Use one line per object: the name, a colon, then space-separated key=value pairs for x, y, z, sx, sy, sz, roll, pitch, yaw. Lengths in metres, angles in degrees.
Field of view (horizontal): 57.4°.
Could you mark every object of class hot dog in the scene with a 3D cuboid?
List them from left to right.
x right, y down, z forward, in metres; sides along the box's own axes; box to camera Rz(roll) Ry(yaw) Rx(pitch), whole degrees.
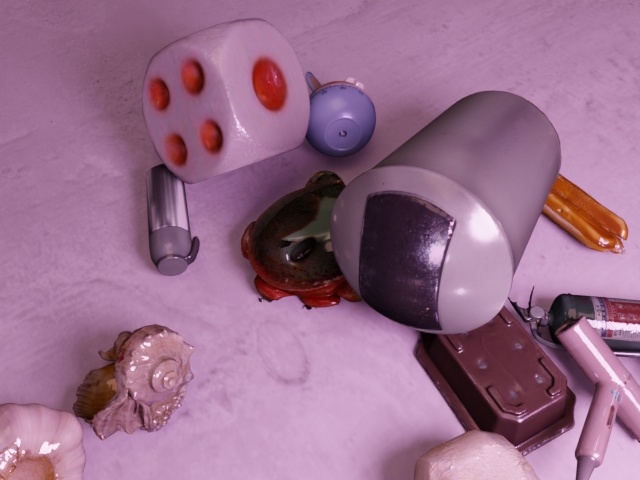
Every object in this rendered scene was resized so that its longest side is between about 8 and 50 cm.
hot dog: x=0.476 y=-0.052 z=1.096 sx=0.092 sy=0.062 sz=0.235 roll=-24 pitch=51 yaw=-14

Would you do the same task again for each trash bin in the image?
trash bin: x=0.212 y=-0.054 z=0.941 sx=0.281 sy=0.280 sz=0.432 roll=23 pitch=42 yaw=22

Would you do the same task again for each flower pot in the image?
flower pot: x=0.273 y=0.194 z=0.906 sx=0.179 sy=0.084 sz=0.250 roll=-24 pitch=54 yaw=-13

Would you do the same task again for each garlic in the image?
garlic: x=-0.464 y=0.324 z=0.845 sx=0.226 sy=0.199 sz=0.199 roll=-2 pitch=44 yaw=44

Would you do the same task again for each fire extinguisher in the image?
fire extinguisher: x=0.449 y=0.134 z=0.930 sx=0.295 sy=0.093 sz=0.118 roll=5 pitch=55 yaw=9

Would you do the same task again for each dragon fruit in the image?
dragon fruit: x=0.000 y=0.000 z=1.063 sx=0.296 sy=0.130 sz=0.268 roll=-8 pitch=47 yaw=-1

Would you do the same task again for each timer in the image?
timer: x=0.045 y=-0.296 z=1.261 sx=0.176 sy=0.175 sz=0.255 roll=4 pitch=57 yaw=8

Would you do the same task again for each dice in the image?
dice: x=-0.186 y=-0.269 z=1.154 sx=0.251 sy=0.259 sz=0.243 roll=-11 pitch=11 yaw=40

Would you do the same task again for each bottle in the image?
bottle: x=-0.292 y=-0.046 z=1.151 sx=0.096 sy=0.079 sz=0.253 roll=-14 pitch=51 yaw=-2

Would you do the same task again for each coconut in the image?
coconut: x=0.196 y=0.337 z=0.757 sx=0.162 sy=0.161 sz=0.161 roll=-29 pitch=55 yaw=-15

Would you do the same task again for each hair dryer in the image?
hair dryer: x=0.367 y=0.232 z=0.807 sx=0.220 sy=0.053 sz=0.195 roll=-26 pitch=76 yaw=-38

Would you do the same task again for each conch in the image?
conch: x=-0.295 y=0.213 z=0.906 sx=0.178 sy=0.162 sz=0.245 roll=-31 pitch=24 yaw=-36
